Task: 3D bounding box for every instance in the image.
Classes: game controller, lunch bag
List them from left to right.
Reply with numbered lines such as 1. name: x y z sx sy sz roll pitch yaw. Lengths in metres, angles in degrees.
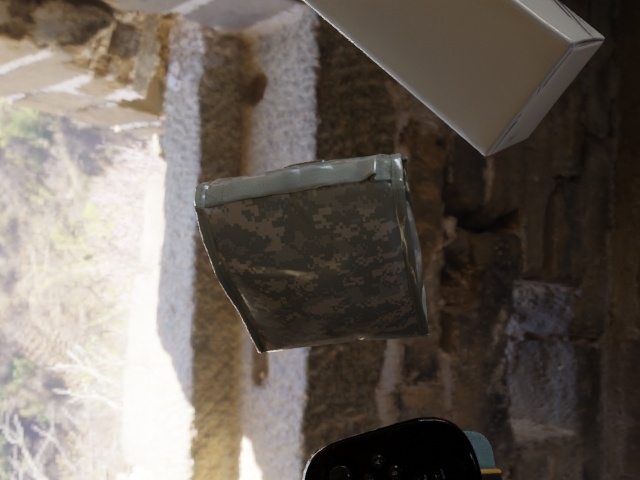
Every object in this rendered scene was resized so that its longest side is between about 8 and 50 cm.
1. lunch bag: 0.000 0.000 0.955 0.235 0.287 0.169 -7 55 8
2. game controller: 0.095 0.330 0.740 0.166 0.067 0.319 -16 89 6

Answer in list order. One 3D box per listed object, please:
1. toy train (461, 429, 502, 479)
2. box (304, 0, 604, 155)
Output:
1. toy train: 0.116 0.382 1.114 0.334 0.142 0.190 -27 60 41
2. box: 0.082 -0.201 0.649 0.275 0.094 0.113 45 125 14
